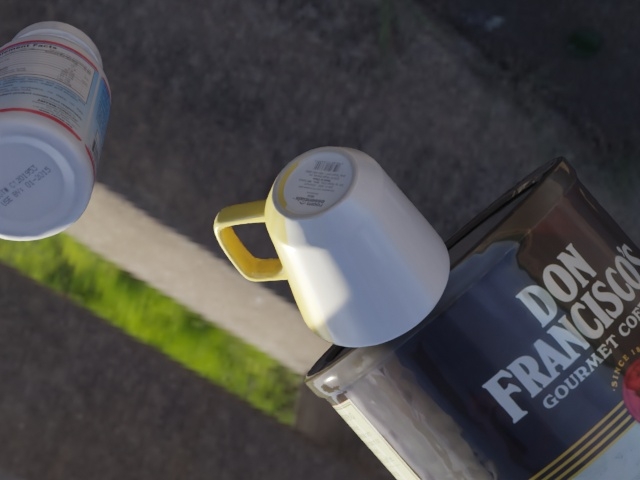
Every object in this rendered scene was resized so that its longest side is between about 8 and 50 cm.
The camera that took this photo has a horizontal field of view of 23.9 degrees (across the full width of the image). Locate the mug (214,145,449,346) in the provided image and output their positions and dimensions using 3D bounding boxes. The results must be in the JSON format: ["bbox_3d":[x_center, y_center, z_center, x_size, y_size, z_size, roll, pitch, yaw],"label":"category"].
[{"bbox_3d":[0.003,0.001,0.574,0.078,0.062,0.064,-28,136,4],"label":"mug"}]

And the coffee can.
[{"bbox_3d":[0.156,0.118,0.893,0.275,0.201,0.201,48,143,-1],"label":"coffee can"}]

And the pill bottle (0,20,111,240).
[{"bbox_3d":[-0.178,-0.075,0.953,0.087,0.160,0.087,0,122,0],"label":"pill bottle"}]
